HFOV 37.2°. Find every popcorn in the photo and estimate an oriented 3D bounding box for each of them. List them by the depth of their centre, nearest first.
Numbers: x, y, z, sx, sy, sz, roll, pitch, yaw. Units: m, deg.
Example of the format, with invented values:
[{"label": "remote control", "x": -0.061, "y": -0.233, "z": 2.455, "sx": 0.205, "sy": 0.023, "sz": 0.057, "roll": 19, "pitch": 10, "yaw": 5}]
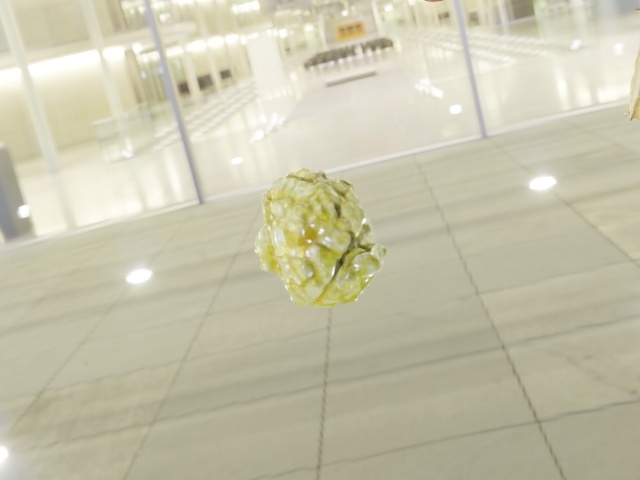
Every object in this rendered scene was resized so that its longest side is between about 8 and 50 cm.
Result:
[{"label": "popcorn", "x": 0.000, "y": 0.000, "z": 1.617, "sx": 0.195, "sy": 0.256, "sz": 0.255, "roll": -37, "pitch": 32, "yaw": -19}]

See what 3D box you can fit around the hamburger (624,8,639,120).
[{"label": "hamburger", "x": 0.492, "y": -0.244, "z": 1.113, "sx": 0.237, "sy": 0.276, "sz": 0.276, "roll": 10, "pitch": 18, "yaw": 13}]
